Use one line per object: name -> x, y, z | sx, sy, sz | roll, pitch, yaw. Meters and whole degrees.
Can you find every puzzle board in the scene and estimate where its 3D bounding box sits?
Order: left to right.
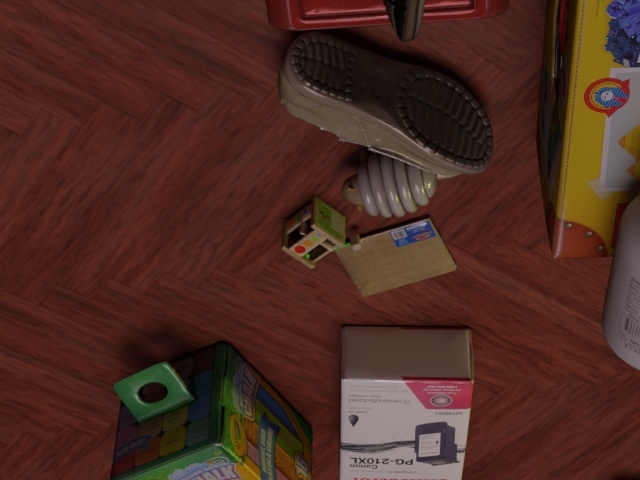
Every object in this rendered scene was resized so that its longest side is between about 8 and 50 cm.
puzzle board -> 0.093, 0.020, 1.852 | 0.128, 0.011, 0.096 | -17, 131, 17

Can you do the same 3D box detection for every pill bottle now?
pill bottle -> 0.360, 0.017, 1.488 | 0.131, 0.131, 0.229 | 0, 136, 1

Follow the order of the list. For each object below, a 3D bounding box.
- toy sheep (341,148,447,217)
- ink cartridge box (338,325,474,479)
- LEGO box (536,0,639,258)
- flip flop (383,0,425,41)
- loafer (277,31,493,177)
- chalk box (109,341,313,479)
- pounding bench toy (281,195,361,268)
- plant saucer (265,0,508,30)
toy sheep -> 0.088, -0.069, 1.709 | 0.132, 0.091, 0.091 | -14, 133, 15
ink cartridge box -> 0.111, 0.229, 1.995 | 0.172, 0.100, 0.237 | 1, 135, 1
LEGO box -> 0.421, -0.225, 1.475 | 0.373, 0.193, 0.500 | -2, 135, 2
flip flop -> 0.114, -0.306, 1.410 | 0.080, 0.112, 0.277 | -1, 131, -19
loafer -> 0.069, -0.145, 1.632 | 0.268, 0.102, 0.092 | 25, 158, -20
chalk box -> -0.158, 0.271, 1.987 | 0.180, 0.179, 0.289 | -24, 130, 23
pounding bench toy -> 0.000, 0.000, 1.804 | 0.083, 0.052, 0.065 | 34, 126, -29
plant saucer -> 0.062, -0.313, 1.497 | 0.259, 0.047, 0.258 | -3, 135, 4
